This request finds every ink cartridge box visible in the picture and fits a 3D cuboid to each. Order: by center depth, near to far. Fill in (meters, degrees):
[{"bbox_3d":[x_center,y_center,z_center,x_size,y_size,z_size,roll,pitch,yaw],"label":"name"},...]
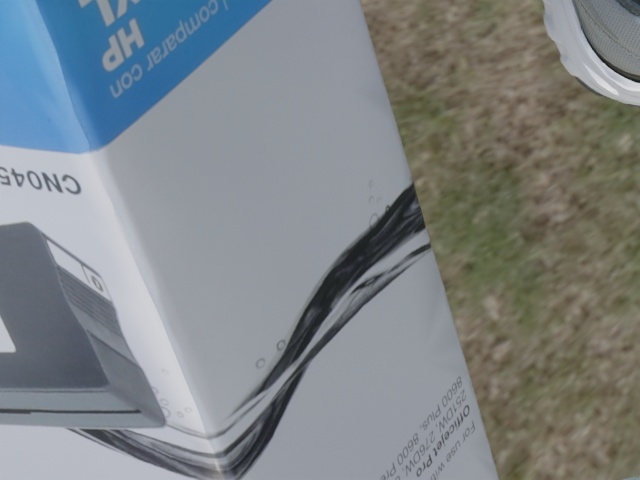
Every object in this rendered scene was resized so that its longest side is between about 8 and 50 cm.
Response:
[{"bbox_3d":[-0.116,-0.010,0.799,0.285,0.166,0.395,9,132,36],"label":"ink cartridge box"}]

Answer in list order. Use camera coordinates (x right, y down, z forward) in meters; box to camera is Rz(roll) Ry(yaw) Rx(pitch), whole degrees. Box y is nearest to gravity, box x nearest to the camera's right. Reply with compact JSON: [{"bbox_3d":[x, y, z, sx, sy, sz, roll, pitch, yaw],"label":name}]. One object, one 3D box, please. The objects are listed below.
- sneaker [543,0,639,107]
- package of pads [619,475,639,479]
[{"bbox_3d":[0.112,-0.189,0.692,0.100,0.108,0.271,-15,87,0],"label":"sneaker"},{"bbox_3d":[0.143,0.318,1.214,0.297,0.101,0.229,-29,112,15],"label":"package of pads"}]
